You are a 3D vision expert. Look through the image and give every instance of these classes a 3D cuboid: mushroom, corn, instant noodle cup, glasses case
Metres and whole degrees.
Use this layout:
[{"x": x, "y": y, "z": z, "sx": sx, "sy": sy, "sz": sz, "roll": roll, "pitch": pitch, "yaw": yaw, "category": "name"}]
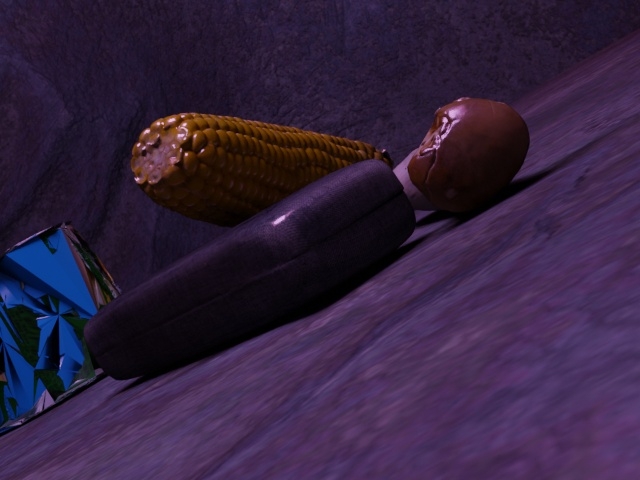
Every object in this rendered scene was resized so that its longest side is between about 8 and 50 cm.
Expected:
[{"x": 0.091, "y": -0.052, "z": 0.801, "sx": 0.084, "sy": 0.071, "sz": 0.209, "roll": -56, "pitch": 4, "yaw": -8, "category": "mushroom"}, {"x": -0.037, "y": -0.051, "z": 0.948, "sx": 0.106, "sy": 0.106, "sz": 0.305, "roll": -28, "pitch": -19, "yaw": 33, "category": "corn"}, {"x": -0.331, "y": 0.098, "z": 1.261, "sx": 0.240, "sy": 0.178, "sz": 0.240, "roll": -30, "pitch": 4, "yaw": 2, "category": "instant noodle cup"}, {"x": -0.065, "y": 0.031, "z": 0.829, "sx": 0.131, "sy": 0.074, "sz": 0.323, "roll": -34, "pitch": 5, "yaw": -40, "category": "glasses case"}]
